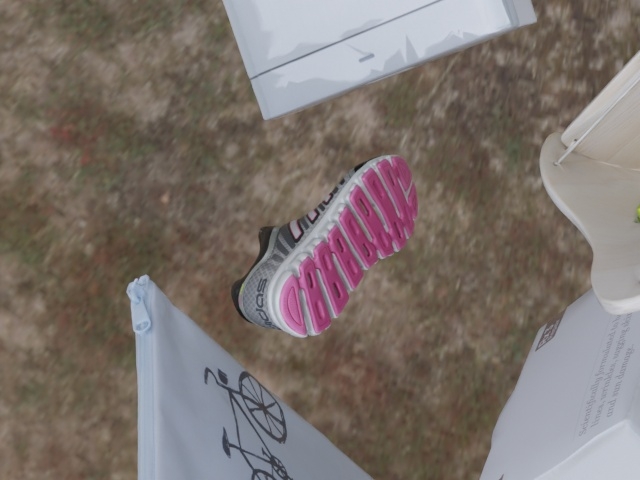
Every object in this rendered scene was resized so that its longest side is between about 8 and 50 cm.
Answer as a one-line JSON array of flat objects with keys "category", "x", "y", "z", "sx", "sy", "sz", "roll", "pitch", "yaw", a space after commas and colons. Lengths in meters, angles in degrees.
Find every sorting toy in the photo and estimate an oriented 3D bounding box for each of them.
[{"category": "sorting toy", "x": 0.082, "y": -0.019, "z": 0.325, "sx": 0.045, "sy": 0.075, "sz": 0.083, "roll": 37, "pitch": 128, "yaw": -4}]

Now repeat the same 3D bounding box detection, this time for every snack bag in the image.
[{"category": "snack bag", "x": -0.024, "y": 0.219, "z": 1.094, "sx": 0.037, "sy": 0.323, "sz": 0.342, "roll": -35, "pitch": 122, "yaw": 17}]

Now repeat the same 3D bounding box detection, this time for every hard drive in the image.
[{"category": "hard drive", "x": -0.006, "y": -0.282, "z": 1.075, "sx": 0.233, "sy": 0.047, "sz": 0.353, "roll": -16, "pitch": 93, "yaw": 42}]

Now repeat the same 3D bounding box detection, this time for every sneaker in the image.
[{"category": "sneaker", "x": 0.000, "y": 0.000, "z": 1.014, "sx": 0.074, "sy": 0.170, "sz": 0.063, "roll": -3, "pitch": 125, "yaw": 41}]

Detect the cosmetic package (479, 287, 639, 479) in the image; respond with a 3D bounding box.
[{"category": "cosmetic package", "x": 0.294, "y": 0.201, "z": 0.982, "sx": 0.385, "sy": 0.217, "sz": 0.156, "roll": 41, "pitch": 129, "yaw": -10}]
